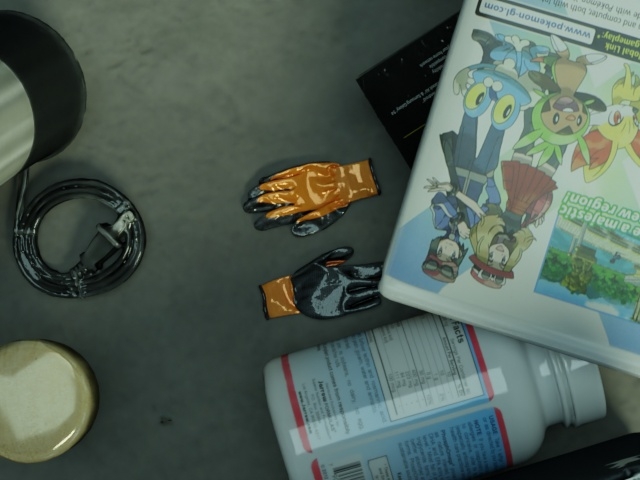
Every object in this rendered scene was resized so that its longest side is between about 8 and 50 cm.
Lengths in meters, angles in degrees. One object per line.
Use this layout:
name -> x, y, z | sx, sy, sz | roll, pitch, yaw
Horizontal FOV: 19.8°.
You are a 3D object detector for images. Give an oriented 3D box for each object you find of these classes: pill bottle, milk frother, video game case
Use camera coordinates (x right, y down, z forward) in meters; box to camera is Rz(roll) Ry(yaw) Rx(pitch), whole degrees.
pill bottle -> 0.057, 0.080, 0.919 | 0.160, 0.087, 0.087 | -16, 85, 0
milk frother -> -0.163, -0.026, 0.910 | 0.143, 0.135, 0.129 | 29, 118, 6
video game case -> 0.225, -0.069, 0.844 | 0.329, 0.036, 0.300 | 17, 97, 5

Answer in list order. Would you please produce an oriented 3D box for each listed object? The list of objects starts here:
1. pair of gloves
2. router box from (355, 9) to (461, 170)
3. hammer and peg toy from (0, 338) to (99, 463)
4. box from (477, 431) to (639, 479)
pair of gloves -> 0.000, 0.000, 0.966 | 0.074, 0.010, 0.083 | -11, 86, 0
router box -> 0.126, -0.073, 0.916 | 0.179, 0.046, 0.133 | -32, 89, 22
hammer and peg toy -> -0.282, 0.154, 0.904 | 0.266, 0.127, 0.361 | 39, 87, 6
box -> 0.081, 0.319, 0.837 | 0.293, 0.212, 0.395 | -17, 86, 0
